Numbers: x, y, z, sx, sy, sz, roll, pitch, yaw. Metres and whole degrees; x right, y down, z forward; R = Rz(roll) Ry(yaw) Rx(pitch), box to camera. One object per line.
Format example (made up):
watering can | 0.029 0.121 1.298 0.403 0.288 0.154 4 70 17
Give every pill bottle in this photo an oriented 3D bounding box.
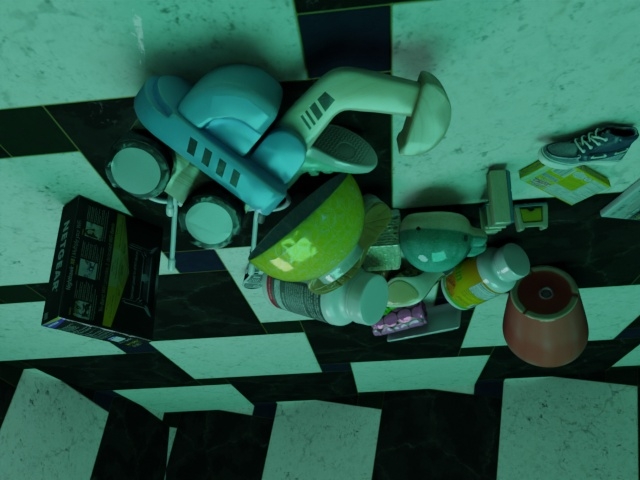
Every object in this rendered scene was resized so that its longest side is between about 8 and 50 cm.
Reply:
pill bottle | 0.476 0.100 1.720 0.136 0.137 0.245 13 150 -27
pill bottle | 0.013 0.125 1.576 0.318 0.176 0.176 11 165 38

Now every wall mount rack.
wall mount rack | -0.250 -0.038 1.409 0.349 0.131 0.304 4 153 -10

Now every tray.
tray | 0.371 0.292 2.097 0.270 0.145 0.030 -17 116 27

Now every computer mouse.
computer mouse | -0.185 0.086 1.763 0.106 0.042 0.193 6 147 -25

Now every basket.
basket | 0.155 0.004 1.544 0.113 0.103 0.167 -4 154 7

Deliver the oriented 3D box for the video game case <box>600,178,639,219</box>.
video game case | 0.819 -0.105 1.460 0.173 0.022 0.190 5 152 -12

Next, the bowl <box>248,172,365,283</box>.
bowl | 0.000 0.000 1.289 0.156 0.289 0.289 48 136 -10

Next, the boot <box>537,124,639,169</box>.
boot | 0.546 -0.199 1.218 0.189 0.069 0.086 -5 147 -11

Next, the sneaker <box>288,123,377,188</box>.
sneaker | -0.020 -0.160 1.214 0.255 0.094 0.151 12 146 -5

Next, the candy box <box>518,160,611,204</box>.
candy box | 0.562 -0.140 1.366 0.205 0.027 0.105 18 150 -33

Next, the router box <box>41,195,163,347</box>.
router box | -0.511 0.079 1.427 0.081 0.309 0.243 -23 146 34

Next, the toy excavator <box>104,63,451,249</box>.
toy excavator | -0.068 -0.191 1.001 0.432 0.222 0.445 36 116 -16

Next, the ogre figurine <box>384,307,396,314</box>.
ogre figurine | 0.173 0.194 1.940 0.196 0.097 0.118 -2 144 -25

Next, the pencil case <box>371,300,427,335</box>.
pencil case | 0.278 0.270 2.103 0.209 0.095 0.098 -15 -170 25

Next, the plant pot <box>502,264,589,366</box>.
plant pot | 0.702 0.222 1.865 0.274 0.275 0.243 -9 142 14

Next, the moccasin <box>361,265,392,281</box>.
moccasin | 0.061 0.117 1.751 0.146 0.139 0.380 8 163 -37

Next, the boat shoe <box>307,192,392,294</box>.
boat shoe | 0.059 0.007 1.436 0.098 0.096 0.277 31 104 -37

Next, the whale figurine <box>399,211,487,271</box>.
whale figurine | 0.306 0.017 1.460 0.216 0.141 0.272 -2 167 38

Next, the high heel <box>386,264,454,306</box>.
high heel | 0.272 0.100 1.659 0.261 0.093 0.186 -30 -176 23

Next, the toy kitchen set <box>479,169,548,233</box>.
toy kitchen set | 0.469 -0.091 1.403 0.166 0.122 0.207 -5 173 5
